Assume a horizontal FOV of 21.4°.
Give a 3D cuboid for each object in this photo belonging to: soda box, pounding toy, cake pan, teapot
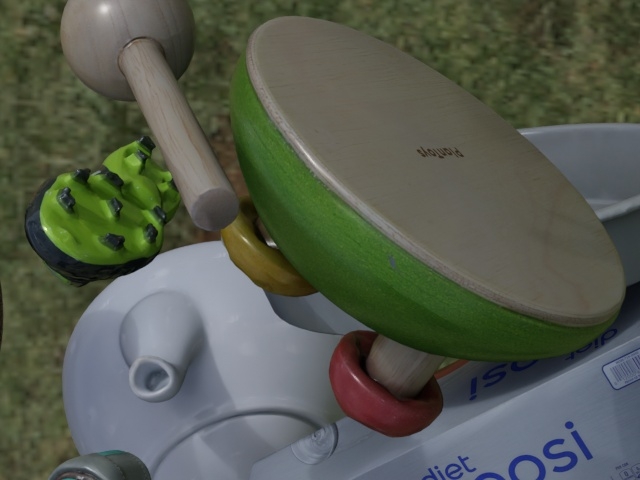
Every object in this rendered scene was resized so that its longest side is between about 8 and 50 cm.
[{"bbox_3d":[0.091,0.130,1.008,0.286,0.098,0.091,-29,105,18],"label":"soda box"},{"bbox_3d":[0.000,0.000,0.680,0.110,0.237,0.183,-54,39,24],"label":"pounding toy"},{"bbox_3d":[0.089,-0.009,1.014,0.293,0.293,0.054,1,108,41],"label":"cake pan"},{"bbox_3d":[-0.065,0.140,1.259,0.252,0.256,0.187,-63,32,36],"label":"teapot"}]

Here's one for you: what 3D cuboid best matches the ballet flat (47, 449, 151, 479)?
[{"bbox_3d":[-0.133,0.220,0.961,0.072,0.068,0.213,16,102,21],"label":"ballet flat"}]

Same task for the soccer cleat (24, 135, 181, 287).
[{"bbox_3d":[-0.110,-0.002,0.820,0.060,0.179,0.072,43,104,-2],"label":"soccer cleat"}]

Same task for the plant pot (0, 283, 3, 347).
[{"bbox_3d":[-0.324,0.042,1.046,0.237,0.110,0.237,5,104,20],"label":"plant pot"}]
